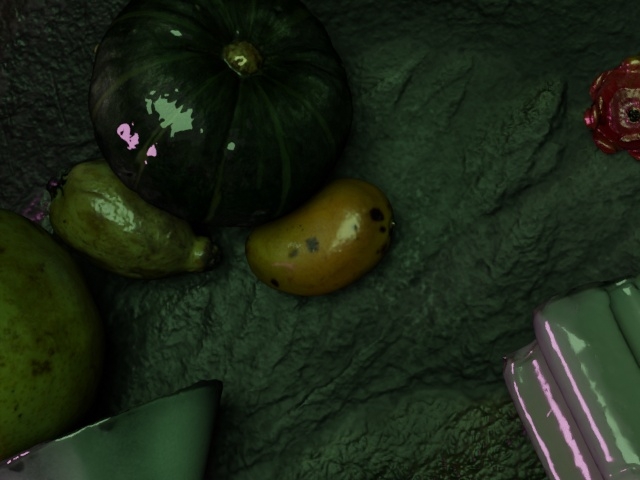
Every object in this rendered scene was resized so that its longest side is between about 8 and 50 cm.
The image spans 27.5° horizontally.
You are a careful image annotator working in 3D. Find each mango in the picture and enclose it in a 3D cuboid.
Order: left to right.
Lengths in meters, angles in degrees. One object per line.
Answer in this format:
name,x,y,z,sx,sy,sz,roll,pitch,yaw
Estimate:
mango,0.003,0.002,1.479,0.178,0.090,0.115,-30,73,10

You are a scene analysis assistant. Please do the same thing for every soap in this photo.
soap,0.415,0.224,1.235,0.350,0.213,0.435,-20,68,-14

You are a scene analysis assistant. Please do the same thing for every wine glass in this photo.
wine glass,-0.159,0.381,1.373,0.267,0.267,0.406,-22,81,8

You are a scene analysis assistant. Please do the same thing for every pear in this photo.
pear,-0.387,0.116,1.442,0.303,0.304,0.304,-2,79,12

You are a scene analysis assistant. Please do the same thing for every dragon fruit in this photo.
dragon fruit,0.352,-0.152,1.444,0.126,0.068,0.112,-29,76,7

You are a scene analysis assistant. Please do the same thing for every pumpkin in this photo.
pumpkin,-0.110,-0.157,1.456,0.300,0.207,0.300,6,64,-13

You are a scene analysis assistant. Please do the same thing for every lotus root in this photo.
lotus root,-0.217,-0.018,1.508,0.214,0.138,0.138,26,86,11
